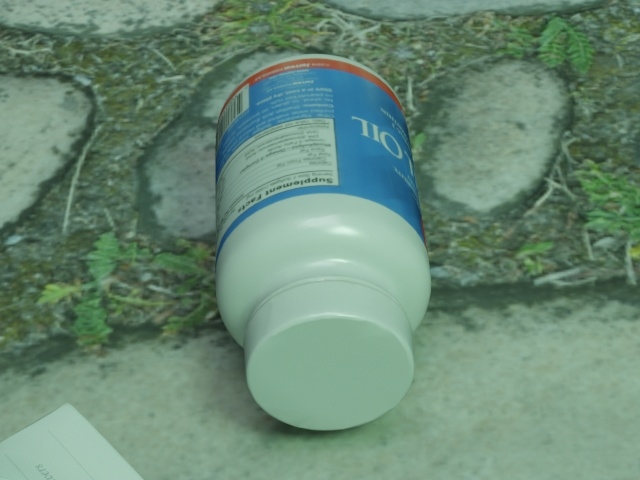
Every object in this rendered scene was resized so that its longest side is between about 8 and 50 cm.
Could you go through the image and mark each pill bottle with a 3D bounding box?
[{"bbox_3d":[0.000,0.000,0.897,0.124,0.124,0.221,-4,42,0],"label":"pill bottle"}]

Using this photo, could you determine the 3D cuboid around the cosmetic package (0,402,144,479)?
[{"bbox_3d":[-0.132,0.224,0.644,0.225,0.138,0.224,-31,48,-26],"label":"cosmetic package"}]
